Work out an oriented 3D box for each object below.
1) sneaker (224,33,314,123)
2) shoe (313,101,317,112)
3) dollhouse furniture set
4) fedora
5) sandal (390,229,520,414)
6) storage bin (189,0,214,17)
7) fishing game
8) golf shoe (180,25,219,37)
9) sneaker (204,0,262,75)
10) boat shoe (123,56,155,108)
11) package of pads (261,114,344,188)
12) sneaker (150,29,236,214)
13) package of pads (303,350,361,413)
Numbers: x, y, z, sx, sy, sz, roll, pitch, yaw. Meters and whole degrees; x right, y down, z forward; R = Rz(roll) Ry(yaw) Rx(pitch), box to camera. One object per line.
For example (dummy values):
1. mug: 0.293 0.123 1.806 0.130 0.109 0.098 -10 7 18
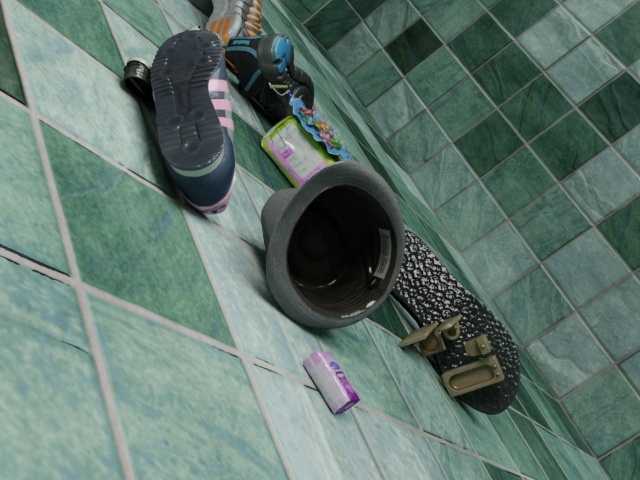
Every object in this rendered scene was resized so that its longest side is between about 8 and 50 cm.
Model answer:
1. sneaker: -0.108 -0.359 1.835 0.341 0.140 0.125 65 39 -59
2. shoe: -0.071 -0.439 2.306 0.178 0.063 0.081 58 9 7
3. dollhouse furniture set: 0.260 0.236 1.563 0.151 0.144 0.123 68 19 3
4. fedora: 0.000 0.000 1.178 0.124 0.243 0.275 23 -10 48
5. sandal: 0.275 0.168 1.720 0.445 0.168 0.107 57 -4 16
6. storage bin: -0.282 -0.630 2.038 0.098 0.091 0.135 58 15 23
7. fishing game: 0.007 -0.237 1.669 0.264 0.041 0.189 48 16 4
8. golf shoe: -0.216 -0.351 1.537 0.077 0.094 0.198 55 12 14
9. sneaker: -0.182 -0.529 1.955 0.180 0.125 0.321 53 42 -45
10. boat shoe: -0.247 -0.215 1.196 0.133 0.049 0.042 47 39 -44
11. package of pads: 0.009 -0.140 1.725 0.296 0.101 0.229 51 13 -5
12. sneaker: -0.179 -0.174 1.148 0.131 0.112 0.319 79 3 -49
13. package of pads: 0.015 0.185 1.053 0.083 0.032 0.050 57 17 19
